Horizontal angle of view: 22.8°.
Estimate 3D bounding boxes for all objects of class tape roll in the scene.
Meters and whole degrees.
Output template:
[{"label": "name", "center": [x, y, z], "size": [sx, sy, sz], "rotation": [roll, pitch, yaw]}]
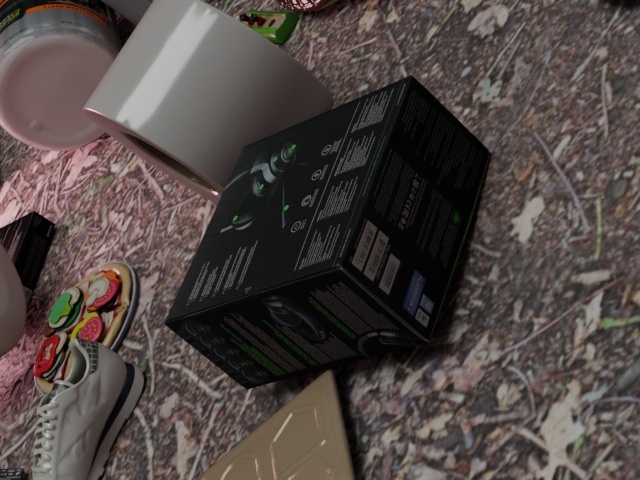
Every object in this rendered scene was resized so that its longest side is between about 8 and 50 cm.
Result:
[{"label": "tape roll", "center": [-0.129, -0.155, 1.849], "size": [0.169, 0.246, 0.246], "rotation": [-58, 30, -5]}]

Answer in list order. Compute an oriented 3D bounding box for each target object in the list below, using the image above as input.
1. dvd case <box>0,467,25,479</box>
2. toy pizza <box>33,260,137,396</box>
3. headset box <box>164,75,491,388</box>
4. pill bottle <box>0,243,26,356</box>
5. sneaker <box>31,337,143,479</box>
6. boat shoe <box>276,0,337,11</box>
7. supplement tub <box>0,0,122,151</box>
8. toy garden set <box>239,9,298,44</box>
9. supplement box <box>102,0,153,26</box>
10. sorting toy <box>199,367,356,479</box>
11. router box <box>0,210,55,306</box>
[{"label": "dvd case", "center": [-0.410, 0.329, 1.931], "size": [0.087, 0.013, 0.119], "rotation": [-2, 44, 3]}, {"label": "toy pizza", "center": [-0.310, 0.109, 2.044], "size": [0.201, 0.032, 0.201], "rotation": [-35, 35, 30]}, {"label": "headset box", "center": [0.000, 0.000, 1.603], "size": [0.283, 0.131, 0.246], "rotation": [-19, 39, 43]}, {"label": "pill bottle", "center": [-0.615, 0.140, 2.153], "size": [0.408, 0.229, 0.229], "rotation": [-31, 37, 24]}, {"label": "sneaker", "center": [-0.296, 0.230, 1.845], "size": [0.090, 0.095, 0.235], "rotation": [-5, 57, 50]}, {"label": "boat shoe", "center": [0.025, -0.351, 2.008], "size": [0.095, 0.095, 0.257], "rotation": [-29, 16, -28]}, {"label": "supplement tub", "center": [-0.408, -0.300, 2.420], "size": [0.207, 0.207, 0.338], "rotation": [-45, 32, 16]}, {"label": "toy garden set", "center": [-0.157, -0.214, 2.138], "size": [0.204, 0.049, 0.244], "rotation": [15, 73, 58]}, {"label": "supplement box", "center": [-0.261, -0.438, 2.448], "size": [0.114, 0.111, 0.220], "rotation": [-35, 34, 31]}, {"label": "sorting toy", "center": [-0.040, 0.244, 1.534], "size": [0.193, 0.038, 0.208], "rotation": [-41, 28, 21]}, {"label": "router box", "center": [-0.459, 0.056, 2.292], "size": [0.133, 0.046, 0.179], "rotation": [-21, 44, 43]}]
